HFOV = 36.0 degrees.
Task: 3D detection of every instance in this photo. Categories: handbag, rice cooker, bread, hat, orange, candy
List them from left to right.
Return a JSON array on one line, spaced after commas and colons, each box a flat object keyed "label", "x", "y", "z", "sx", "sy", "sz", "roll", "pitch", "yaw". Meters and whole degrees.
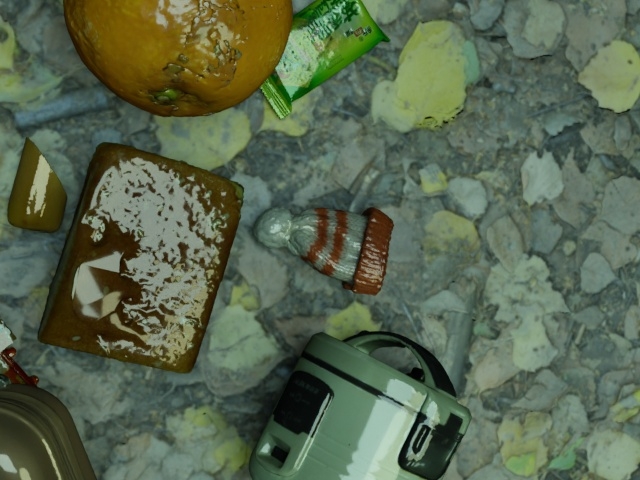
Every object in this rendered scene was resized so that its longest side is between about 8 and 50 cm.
[{"label": "handbag", "x": -0.390, "y": 0.237, "z": 0.990, "sx": 0.302, "sy": 0.149, "sz": 0.283, "roll": -7, "pitch": 105, "yaw": 9}, {"label": "bread", "x": -0.316, "y": -0.060, "z": 1.117, "sx": 0.062, "sy": 0.049, "sz": 0.103, "roll": 15, "pitch": 89, "yaw": -15}, {"label": "bread", "x": -0.201, "y": 0.021, "z": 1.119, "sx": 0.184, "sy": 0.110, "sz": 0.234, "roll": 16, "pitch": 86, "yaw": -16}, {"label": "orange", "x": -0.151, "y": -0.254, "z": 1.064, "sx": 0.246, "sy": 0.246, "sz": 0.246, "roll": 0, "pitch": 91, "yaw": -15}, {"label": "candy", "x": -0.006, "y": -0.239, "z": 1.208, "sx": 0.178, "sy": 0.032, "sz": 0.102, "roll": -36, "pitch": 100, "yaw": -12}, {"label": "hat", "x": 0.000, "y": 0.000, "z": 1.187, "sx": 0.162, "sy": 0.093, "sz": 0.112, "roll": 18, "pitch": 60, "yaw": -9}, {"label": "rice cooker", "x": 0.048, "y": 0.222, "z": 1.134, "sx": 0.226, "sy": 0.226, "sz": 0.244, "roll": 32, "pitch": 83, "yaw": -14}]

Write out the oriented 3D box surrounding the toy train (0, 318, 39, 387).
[{"label": "toy train", "x": -0.360, "y": 0.174, "z": 1.099, "sx": 0.118, "sy": 0.074, "sz": 0.176, "roll": -40, "pitch": 98, "yaw": -15}]
